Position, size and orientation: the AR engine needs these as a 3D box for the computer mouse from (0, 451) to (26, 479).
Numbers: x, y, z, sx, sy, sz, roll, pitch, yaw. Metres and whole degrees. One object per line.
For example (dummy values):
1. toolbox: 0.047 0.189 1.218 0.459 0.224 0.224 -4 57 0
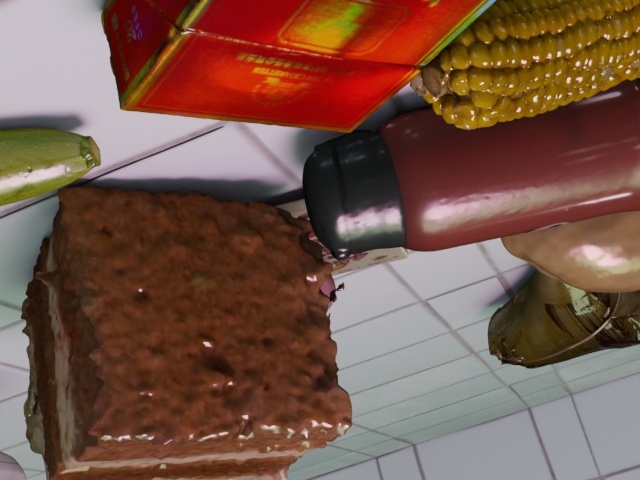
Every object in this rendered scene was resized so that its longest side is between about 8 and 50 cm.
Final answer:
1. computer mouse: -0.525 0.363 1.241 0.296 0.121 0.184 -21 161 8

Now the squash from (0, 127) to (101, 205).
1. squash: -0.271 -0.049 0.735 0.201 0.066 0.066 -12 159 -11

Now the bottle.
1. bottle: 0.151 -0.066 0.890 0.336 0.144 0.144 -14 159 -5

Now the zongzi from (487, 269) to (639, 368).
1. zongzi: 0.332 0.091 1.479 0.274 0.145 0.300 -24 140 37

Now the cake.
1. cake: -0.152 0.116 0.946 0.282 0.256 0.290 4 149 -28

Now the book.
1. book: 0.000 0.000 1.090 0.162 0.022 0.232 -12 160 13

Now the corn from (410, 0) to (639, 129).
1. corn: 0.218 -0.166 0.734 0.313 0.102 0.102 -21 161 -16

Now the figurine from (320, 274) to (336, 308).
1. figurine: -0.015 0.059 1.104 0.067 0.083 0.071 -34 145 1

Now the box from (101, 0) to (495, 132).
1. box: 0.020 -0.184 0.578 0.197 0.089 0.313 -1 155 -37

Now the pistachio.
1. pistachio: 0.353 -0.031 1.110 0.293 0.182 0.162 -13 -164 0
